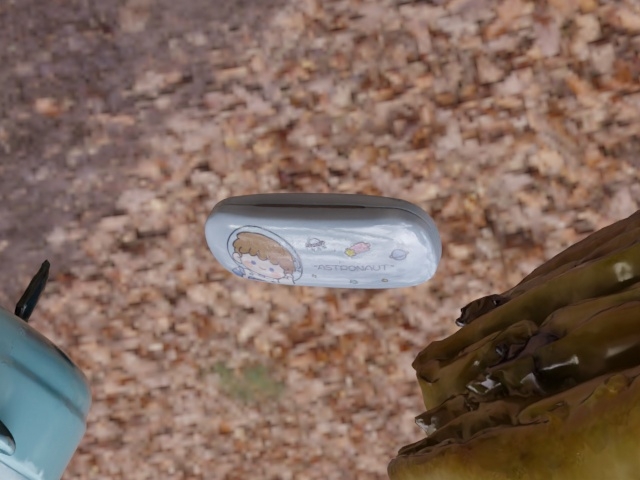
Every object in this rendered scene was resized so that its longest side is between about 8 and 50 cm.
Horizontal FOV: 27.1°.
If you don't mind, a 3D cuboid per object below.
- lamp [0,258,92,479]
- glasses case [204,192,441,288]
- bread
[{"bbox_3d":[-0.216,0.064,0.676,0.209,0.147,0.284,30,-178,2],"label":"lamp"},{"bbox_3d":[0.000,0.000,0.958,0.179,0.045,0.067,2,134,24],"label":"glasses case"},{"bbox_3d":[0.193,0.165,0.665,0.192,0.370,0.314,-13,166,-39],"label":"bread"}]
